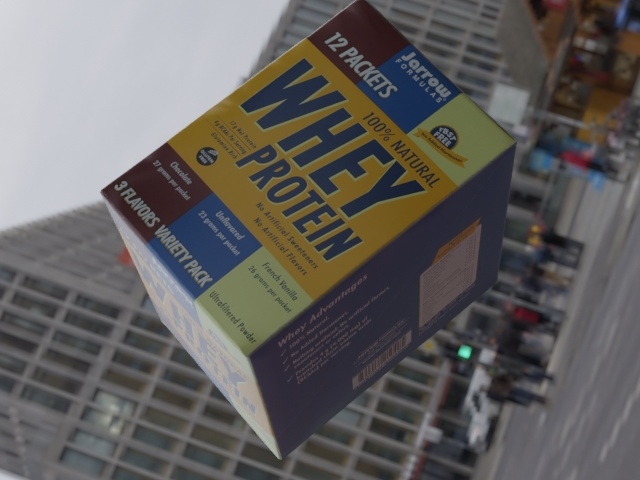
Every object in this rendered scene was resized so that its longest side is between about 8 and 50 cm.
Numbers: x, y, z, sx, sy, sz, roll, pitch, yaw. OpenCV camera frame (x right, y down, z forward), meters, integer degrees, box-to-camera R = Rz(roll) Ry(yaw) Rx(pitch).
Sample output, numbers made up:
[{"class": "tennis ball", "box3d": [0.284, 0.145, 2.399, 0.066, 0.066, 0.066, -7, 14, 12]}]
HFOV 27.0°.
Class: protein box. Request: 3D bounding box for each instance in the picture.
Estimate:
[{"class": "protein box", "box3d": [0.000, 0.000, 0.830, 0.200, 0.136, 0.201, -38, -22, -13]}]
